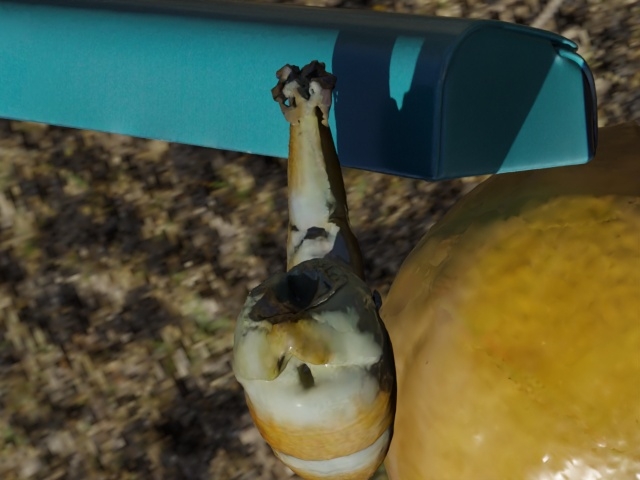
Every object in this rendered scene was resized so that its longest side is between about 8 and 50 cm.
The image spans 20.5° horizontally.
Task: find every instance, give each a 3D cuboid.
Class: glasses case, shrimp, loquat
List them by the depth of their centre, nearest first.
[{"bbox_3d":[0.000,0.000,0.604,0.049,0.161,0.166,-5,71,5],"label":"shrimp"},{"bbox_3d":[-0.030,-0.078,0.804,0.301,0.117,0.070,8,101,40],"label":"glasses case"},{"bbox_3d":[0.137,0.064,0.832,0.238,0.193,0.238,-3,82,19],"label":"loquat"}]
